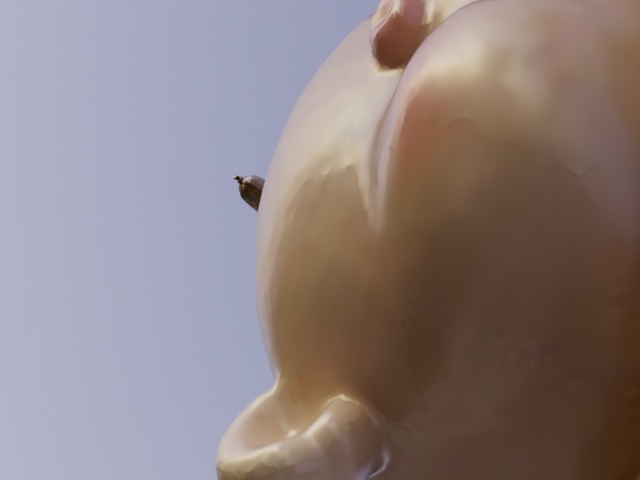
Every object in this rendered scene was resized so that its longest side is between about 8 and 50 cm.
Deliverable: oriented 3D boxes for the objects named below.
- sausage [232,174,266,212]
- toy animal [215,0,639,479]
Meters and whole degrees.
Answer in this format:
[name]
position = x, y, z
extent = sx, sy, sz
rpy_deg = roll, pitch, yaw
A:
[sausage]
position = 0.000, 0.000, 0.696
extent = 0.100, 0.015, 0.015
rpy_deg = 37, -27, -20
[toy animal]
position = 0.102, -0.043, 0.502
extent = 0.246, 0.345, 0.278
rpy_deg = 16, -54, 18
